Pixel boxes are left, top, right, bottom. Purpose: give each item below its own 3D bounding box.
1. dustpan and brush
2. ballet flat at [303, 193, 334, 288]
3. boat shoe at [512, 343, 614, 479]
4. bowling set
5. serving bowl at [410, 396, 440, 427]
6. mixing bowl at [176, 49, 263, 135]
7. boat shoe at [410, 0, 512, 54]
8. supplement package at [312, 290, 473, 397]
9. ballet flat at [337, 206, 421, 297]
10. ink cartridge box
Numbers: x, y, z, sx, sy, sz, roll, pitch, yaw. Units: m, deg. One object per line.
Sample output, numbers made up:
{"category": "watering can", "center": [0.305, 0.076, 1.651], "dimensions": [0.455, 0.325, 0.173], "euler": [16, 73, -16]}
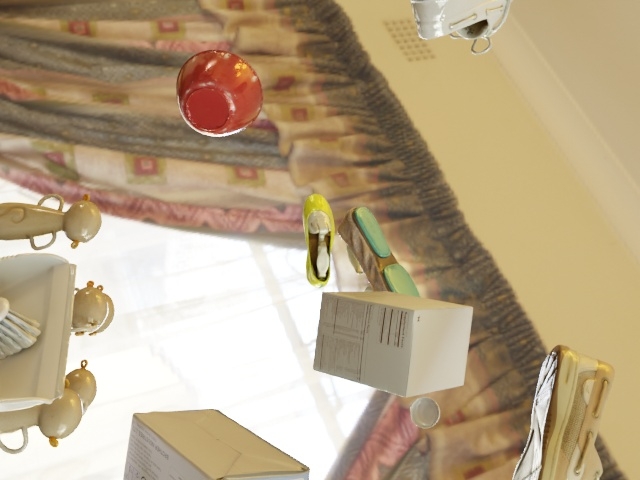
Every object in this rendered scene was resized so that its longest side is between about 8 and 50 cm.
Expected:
{"category": "dustpan and brush", "center": [-0.306, 0.076, 0.599], "dimensions": [0.060, 0.211, 0.147], "euler": [70, 7, -47]}
{"category": "ballet flat", "center": [0.000, 0.000, 1.852], "dimensions": [0.077, 0.077, 0.230], "euler": [163, -73, -79]}
{"category": "boat shoe", "center": [0.367, 0.329, 1.151], "dimensions": [0.121, 0.110, 0.340], "euler": [106, 3, -72]}
{"category": "bowling set", "center": [-0.285, 0.106, 0.843], "dimensions": [0.199, 0.154, 0.286], "euler": [78, 14, -61]}
{"category": "serving bowl", "center": [0.286, 0.463, 2.076], "dimensions": [0.083, 0.027, 0.083], "euler": [-8, -106, 29]}
{"category": "mixing bowl", "center": [-0.212, -0.278, 1.533], "dimensions": [0.098, 0.182, 0.181], "euler": [-75, 168, -59]}
{"category": "boat shoe", "center": [0.297, -0.443, 1.501], "dimensions": [0.136, 0.367, 0.156], "euler": [10, -64, 34]}
{"category": "supplement package", "center": [0.130, 0.176, 1.378], "dimensions": [0.203, 0.194, 0.149], "euler": [8, -87, 41]}
{"category": "ballet flat", "center": [0.135, 0.071, 1.805], "dimensions": [0.106, 0.108, 0.315], "euler": [-41, -115, 37]}
{"category": "ink cartridge box", "center": [-0.167, 0.454, 1.030], "dimensions": [0.270, 0.151, 0.395], "euler": [12, -87, 55]}
